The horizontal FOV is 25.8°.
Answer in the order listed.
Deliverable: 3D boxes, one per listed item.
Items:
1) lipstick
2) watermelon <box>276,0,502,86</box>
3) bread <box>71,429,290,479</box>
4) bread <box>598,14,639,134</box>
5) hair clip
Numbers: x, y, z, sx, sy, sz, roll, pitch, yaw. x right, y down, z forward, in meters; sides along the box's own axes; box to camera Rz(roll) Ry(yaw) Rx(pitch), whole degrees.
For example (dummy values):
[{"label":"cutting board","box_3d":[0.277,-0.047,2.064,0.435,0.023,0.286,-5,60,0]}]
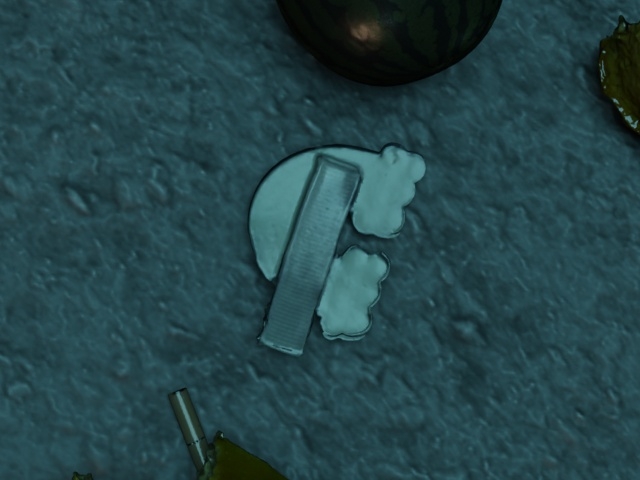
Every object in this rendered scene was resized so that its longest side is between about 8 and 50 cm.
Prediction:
[{"label":"lipstick","box_3d":[-0.107,0.174,1.212,0.019,0.019,0.094,-20,85,-12]},{"label":"watermelon","box_3d":[0.056,-0.240,1.212,0.212,0.212,0.212,1,80,-9]},{"label":"bread","box_3d":[-0.038,0.285,1.153,0.380,0.109,0.185,30,84,-5]},{"label":"bread","box_3d":[0.374,-0.140,1.276,0.229,0.143,0.140,-2,80,-7]},{"label":"hair clip","box_3d":[0.000,0.000,1.244,0.140,0.054,0.220,19,76,-1]}]
